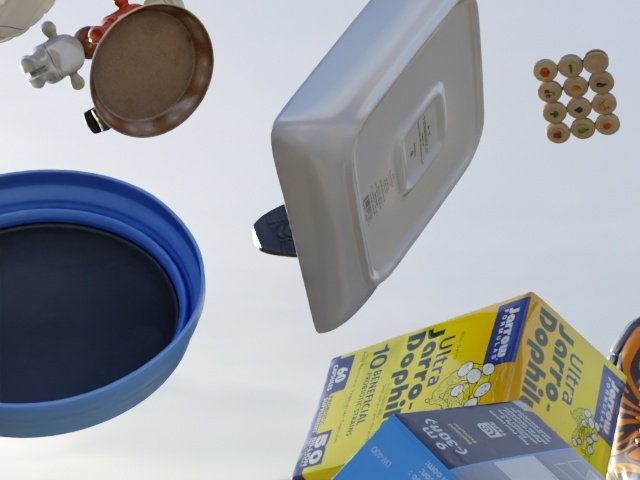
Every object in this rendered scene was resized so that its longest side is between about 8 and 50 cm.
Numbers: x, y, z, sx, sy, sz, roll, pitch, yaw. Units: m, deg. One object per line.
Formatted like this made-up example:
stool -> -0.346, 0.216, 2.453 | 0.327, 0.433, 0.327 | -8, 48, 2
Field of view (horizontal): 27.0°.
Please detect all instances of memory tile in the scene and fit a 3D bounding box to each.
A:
memory tile -> 0.376, -0.209, 1.951 | 0.113, 0.012, 0.148 | -8, -54, 16

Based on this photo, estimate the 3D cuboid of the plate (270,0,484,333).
plate -> 0.068, -0.088, 1.109 | 0.045, 0.278, 0.277 | 24, -30, 24

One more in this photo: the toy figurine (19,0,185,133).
toy figurine -> -0.293, -0.273, 1.802 | 0.148, 0.213, 0.209 | -38, -29, -38

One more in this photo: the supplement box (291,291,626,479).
supplement box -> 0.168, 0.234, 1.651 | 0.195, 0.194, 0.356 | 40, -41, -25

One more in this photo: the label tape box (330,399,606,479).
label tape box -> 0.153, 0.270, 1.228 | 0.334, 0.240, 0.106 | 3, -57, -49

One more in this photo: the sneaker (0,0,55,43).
sneaker -> -0.412, -0.255, 1.497 | 0.297, 0.111, 0.129 | -30, 15, -11

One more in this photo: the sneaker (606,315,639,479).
sneaker -> 0.520, 0.284, 2.044 | 0.125, 0.321, 0.180 | 1, 13, -20

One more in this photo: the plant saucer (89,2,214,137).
plant saucer -> -0.206, -0.206, 1.595 | 0.168, 0.168, 0.029 | 8, 19, -40

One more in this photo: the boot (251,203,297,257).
boot -> 0.000, 0.000, 1.686 | 0.198, 0.076, 0.137 | -9, -17, -19

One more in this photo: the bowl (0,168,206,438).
bowl -> -0.330, 0.067, 1.558 | 0.391, 0.391, 0.077 | -2, -47, -8
